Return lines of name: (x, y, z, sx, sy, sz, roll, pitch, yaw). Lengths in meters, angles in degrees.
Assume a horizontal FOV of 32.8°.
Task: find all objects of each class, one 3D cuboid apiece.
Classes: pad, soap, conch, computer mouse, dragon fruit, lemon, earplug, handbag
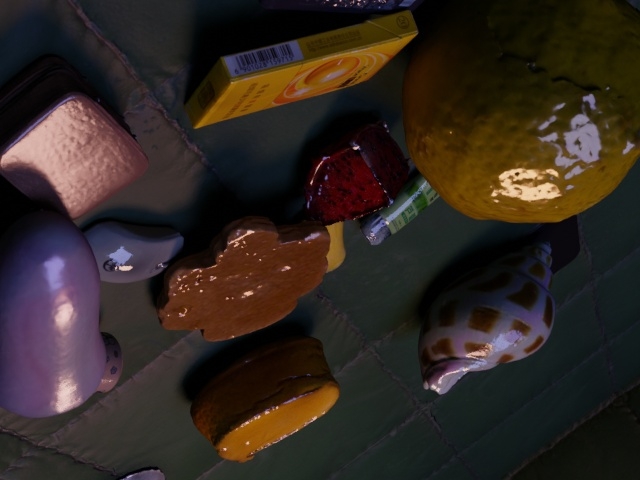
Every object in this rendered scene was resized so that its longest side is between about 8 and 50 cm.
pad: (0.479, 0.027, 2.319, 0.181, 0.004, 0.267, -35, 151, -3)
soap: (0.000, 0.000, 1.738, 0.089, 0.033, 0.168, -26, 149, -14)
conch: (0.338, 0.145, 2.153, 0.368, 0.197, 0.249, -25, -174, -29)
computer mouse: (-0.253, 0.022, 1.479, 0.181, 0.056, 0.089, 4, 136, -50)
dragon fruit: (0.037, -0.102, 1.601, 0.161, 0.121, 0.127, -21, -159, 26)
lemon: (0.276, -0.185, 1.464, 0.349, 0.350, 0.387, -16, 152, -32)
earplug: (-0.336, 0.069, 1.309, 0.172, 0.172, 0.301, -20, 152, -27)
handbag: (-0.296, -0.106, 1.234, 0.151, 0.072, 0.193, -38, 153, 2)

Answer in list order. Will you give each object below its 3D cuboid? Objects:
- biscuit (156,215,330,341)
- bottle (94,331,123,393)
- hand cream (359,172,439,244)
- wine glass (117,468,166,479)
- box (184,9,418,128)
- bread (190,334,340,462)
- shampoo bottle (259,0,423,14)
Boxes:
biscuit: (-0.119, 0.055, 1.629, 0.269, 0.051, 0.376, -18, 157, -14)
bottle: (-0.363, 0.172, 1.538, 0.152, 0.099, 0.099, 11, 126, -48)
hand cream: (0.141, -0.059, 1.791, 0.175, 0.046, 0.095, -37, 148, -3)
wine glass: (-0.306, 0.558, 2.007, 0.156, 0.232, 0.156, -26, 149, -17)
box: (-0.024, -0.211, 1.344, 0.269, 0.044, 0.152, -19, 174, -27)
bread: (-0.098, 0.271, 1.910, 0.269, 0.143, 0.195, -24, 151, -18)
shampoo bottle: (0.009, -0.312, 1.253, 0.309, 0.071, 0.098, -8, 158, -41)
